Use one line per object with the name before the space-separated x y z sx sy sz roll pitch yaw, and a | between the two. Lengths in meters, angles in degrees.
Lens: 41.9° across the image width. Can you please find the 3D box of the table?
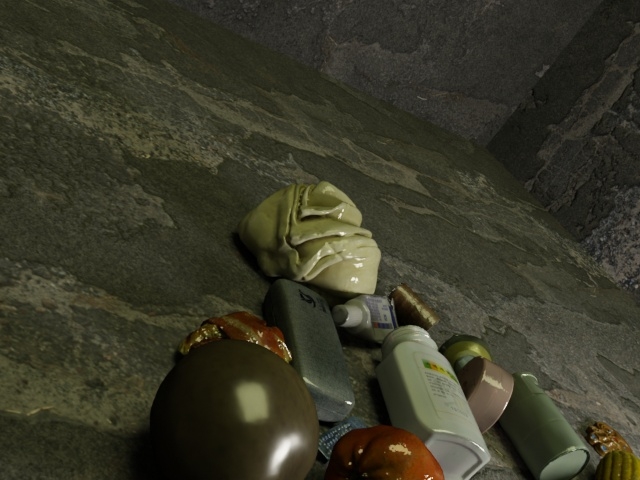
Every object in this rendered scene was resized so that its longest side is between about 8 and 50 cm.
table | 0.464 0.403 1.793 0.126 0.126 0.220 19 27 -37

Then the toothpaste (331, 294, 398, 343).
toothpaste | 0.103 0.163 1.762 0.068 0.099 0.282 14 -1 29

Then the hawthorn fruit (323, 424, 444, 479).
hawthorn fruit | 0.101 0.365 1.266 0.189 0.189 0.189 31 23 -14

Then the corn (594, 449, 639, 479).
corn | 0.641 0.548 1.771 0.131 0.131 0.344 40 21 7

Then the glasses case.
glasses case | -0.027 0.196 1.544 0.131 0.074 0.323 28 23 -25

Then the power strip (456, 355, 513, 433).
power strip | 0.323 0.321 1.719 0.078 0.154 0.154 32 22 -7

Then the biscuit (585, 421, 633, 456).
biscuit | 0.734 0.510 2.114 0.175 0.026 0.124 8 35 -50

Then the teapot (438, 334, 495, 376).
teapot | 0.325 0.285 1.855 0.119 0.130 0.165 -61 130 -83

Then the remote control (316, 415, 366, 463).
remote control | 0.033 0.336 1.419 0.043 0.027 0.152 50 26 16

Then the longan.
longan | -0.112 0.253 1.117 0.248 0.248 0.248 31 23 -14

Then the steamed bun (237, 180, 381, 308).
steamed bun | 0.002 0.000 1.803 0.289 0.203 0.276 47 24 22

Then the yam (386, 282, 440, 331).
yam | 0.211 0.165 1.960 0.127 0.084 0.084 47 24 15

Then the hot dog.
hot dog | -0.135 0.177 1.382 0.146 0.103 0.213 45 24 21

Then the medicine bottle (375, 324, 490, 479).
medicine bottle | 0.202 0.303 1.611 0.179 0.124 0.324 28 25 -25
